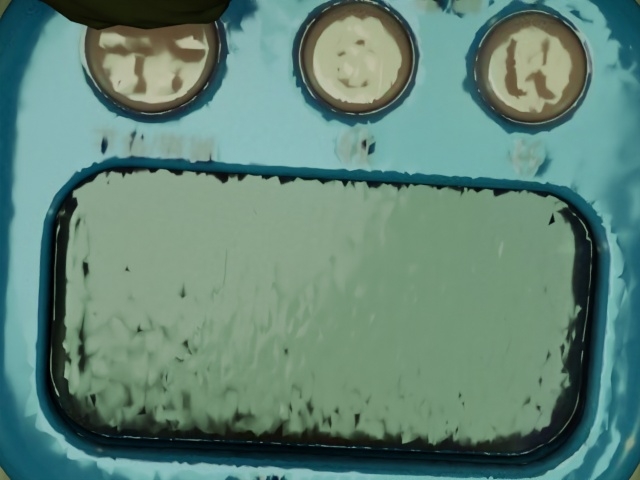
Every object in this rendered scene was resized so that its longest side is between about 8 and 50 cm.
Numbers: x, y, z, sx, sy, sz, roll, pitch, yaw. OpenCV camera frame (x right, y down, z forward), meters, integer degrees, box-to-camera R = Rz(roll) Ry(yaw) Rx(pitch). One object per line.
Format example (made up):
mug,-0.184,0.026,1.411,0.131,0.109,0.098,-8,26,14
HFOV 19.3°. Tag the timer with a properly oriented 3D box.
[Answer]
timer,0.000,0.000,0.921,0.340,0.115,0.309,3,96,-4

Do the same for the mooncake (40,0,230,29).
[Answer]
mooncake,-0.028,-0.280,0.745,0.393,0.246,0.394,-3,84,-14
